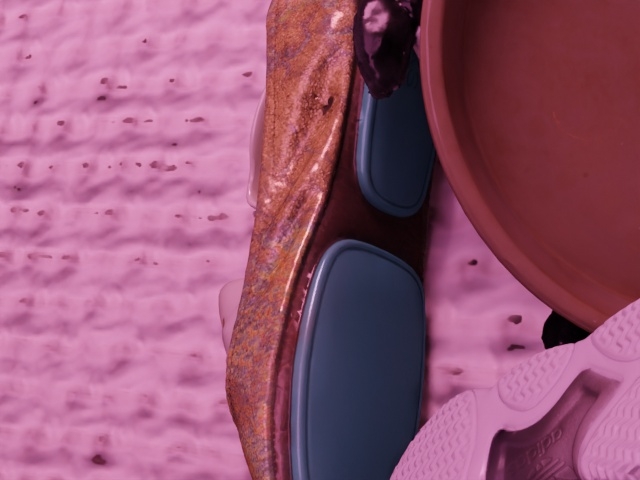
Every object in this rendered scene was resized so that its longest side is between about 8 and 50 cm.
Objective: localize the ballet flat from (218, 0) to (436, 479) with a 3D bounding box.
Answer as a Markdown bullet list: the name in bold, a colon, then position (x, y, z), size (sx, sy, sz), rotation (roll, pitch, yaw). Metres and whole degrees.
- **ballet flat**: position (0.000, 0.000, 0.771), size (0.123, 0.123, 0.348), rotation (-2, 71, 33)

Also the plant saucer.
- **plant saucer**: position (0.179, -0.081, 0.638), size (0.278, 0.041, 0.278), rotation (0, 88, -4)

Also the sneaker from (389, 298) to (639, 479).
- **sneaker**: position (0.152, 0.110, 0.592), size (0.268, 0.153, 0.101), rotation (-32, 25, 49)

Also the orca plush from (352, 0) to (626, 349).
- **orca plush**: position (0.102, -0.089, 0.691), size (0.102, 0.151, 0.287), rotation (133, 135, -62)
